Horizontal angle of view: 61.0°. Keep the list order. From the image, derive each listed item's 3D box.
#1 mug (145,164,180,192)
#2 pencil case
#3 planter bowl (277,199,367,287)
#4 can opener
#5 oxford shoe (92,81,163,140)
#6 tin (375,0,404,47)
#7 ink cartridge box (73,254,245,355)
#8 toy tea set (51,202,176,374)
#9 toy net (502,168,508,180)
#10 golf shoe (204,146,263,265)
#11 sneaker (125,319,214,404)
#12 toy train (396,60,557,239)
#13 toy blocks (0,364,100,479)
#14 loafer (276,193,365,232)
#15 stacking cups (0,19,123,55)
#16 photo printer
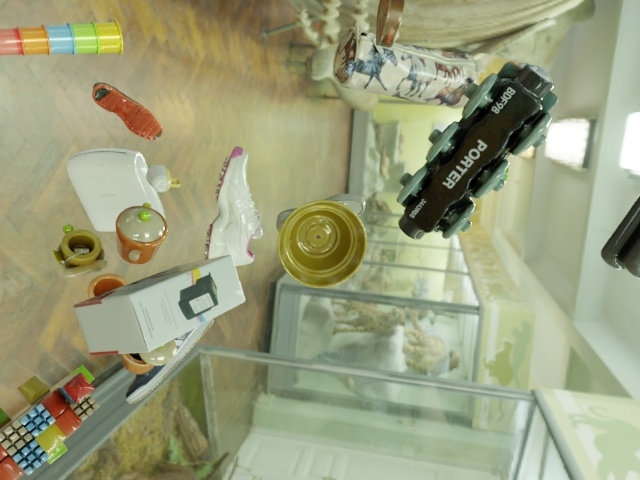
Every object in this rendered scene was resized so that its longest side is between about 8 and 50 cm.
[{"bbox_3d":[-0.410,-0.159,1.415,0.064,0.078,0.062,-129,-157,-50],"label":"mug"},{"bbox_3d":[0.250,-0.490,1.552,0.183,0.409,0.160,142,-47,-68],"label":"pencil case"},{"bbox_3d":[0.000,0.000,1.335,0.090,0.217,0.217,-117,-151,-74],"label":"planter bowl"},{"bbox_3d":[0.450,-0.090,0.685,0.284,0.095,0.076,-56,-154,4],"label":"can opener"},{"bbox_3d":[-0.657,-0.451,1.870,0.271,0.097,0.098,41,9,-39],"label":"oxford shoe"},{"bbox_3d":[0.146,-0.483,1.136,0.106,0.040,0.190,115,-16,-54],"label":"tin"},{"bbox_3d":[-0.208,0.083,0.720,0.175,0.127,0.073,-25,101,-54],"label":"ink cartridge box"},{"bbox_3d":[-0.332,0.070,0.985,0.200,0.336,0.124,-21,156,-38],"label":"toy tea set"},{"bbox_3d":[0.505,-0.258,1.707,0.122,0.045,0.232,120,-35,-50],"label":"toy net"},{"bbox_3d":[-0.203,-0.078,1.361,0.115,0.140,0.307,-109,-149,-72],"label":"golf shoe"},{"bbox_3d":[-0.416,0.257,1.360,0.282,0.153,0.099,-49,-172,-24],"label":"sneaker"},{"bbox_3d":[0.248,-0.146,0.895,0.334,0.142,0.190,-55,176,31],"label":"toy train"},{"bbox_3d":[-0.630,0.422,1.173,0.381,0.261,0.191,-41,99,-35],"label":"toy blocks"},{"bbox_3d":[0.004,-0.079,1.885,0.111,0.319,0.112,-102,174,-60],"label":"loafer"},{"bbox_3d":[-0.707,-0.541,1.469,0.096,0.316,0.096,38,-45,51],"label":"stacking cups"},{"bbox_3d":[-0.689,-0.174,1.832,0.107,0.255,0.308,-86,172,-48],"label":"photo printer"}]
